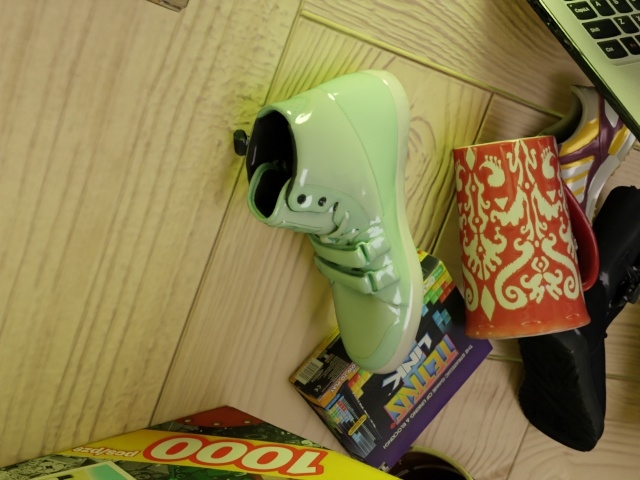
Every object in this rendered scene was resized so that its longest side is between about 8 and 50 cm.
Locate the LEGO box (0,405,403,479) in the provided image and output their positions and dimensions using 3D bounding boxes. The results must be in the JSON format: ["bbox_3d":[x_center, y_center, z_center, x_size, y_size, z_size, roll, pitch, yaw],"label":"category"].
[{"bbox_3d":[-0.061,0.291,0.796,0.372,0.500,0.193,-11,105,-38],"label":"LEGO box"}]

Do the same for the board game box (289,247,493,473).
[{"bbox_3d":[0.069,0.113,1.158,0.170,0.048,0.141,-48,132,-14],"label":"board game box"}]

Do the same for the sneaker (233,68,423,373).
[{"bbox_3d":[0.000,-0.001,1.009,0.151,0.094,0.256,-18,110,-41],"label":"sneaker"}]

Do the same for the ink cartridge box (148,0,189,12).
[{"bbox_3d":[-0.159,-0.268,0.754,0.235,0.088,0.193,14,101,-45],"label":"ink cartridge box"}]

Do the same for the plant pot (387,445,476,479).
[{"bbox_3d":[0.121,0.296,1.222,0.165,0.167,0.167,31,88,-53],"label":"plant pot"}]

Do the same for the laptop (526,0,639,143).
[{"bbox_3d":[0.362,-0.310,1.097,0.382,0.408,0.236,-15,152,-35],"label":"laptop"}]

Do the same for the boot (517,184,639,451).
[{"bbox_3d":[0.291,0.082,1.303,0.207,0.094,0.246,-49,146,-23],"label":"boot"}]

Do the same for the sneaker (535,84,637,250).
[{"bbox_3d":[0.228,-0.060,1.213,0.084,0.069,0.185,22,99,-22],"label":"sneaker"}]

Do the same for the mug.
[{"bbox_3d":[0.180,-0.006,1.142,0.150,0.113,0.169,-15,97,-67],"label":"mug"}]
